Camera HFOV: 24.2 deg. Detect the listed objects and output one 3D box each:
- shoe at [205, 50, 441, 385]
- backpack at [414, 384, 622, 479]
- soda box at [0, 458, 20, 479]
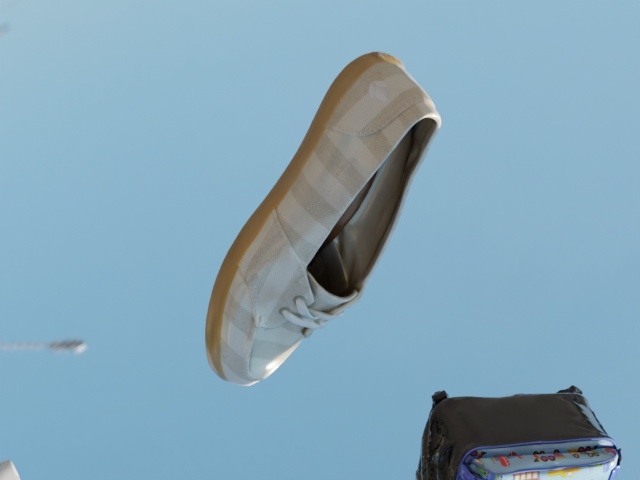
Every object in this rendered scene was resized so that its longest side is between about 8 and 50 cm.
[{"bbox_3d":[0.000,0.000,0.844,0.077,0.219,0.058,0,-146,-50],"label":"shoe"},{"bbox_3d":[0.152,0.217,1.221,0.158,0.173,0.117,1,-150,-21],"label":"backpack"},{"bbox_3d":[-0.195,0.142,0.478,0.216,0.069,0.074,-19,174,-27],"label":"soda box"}]
